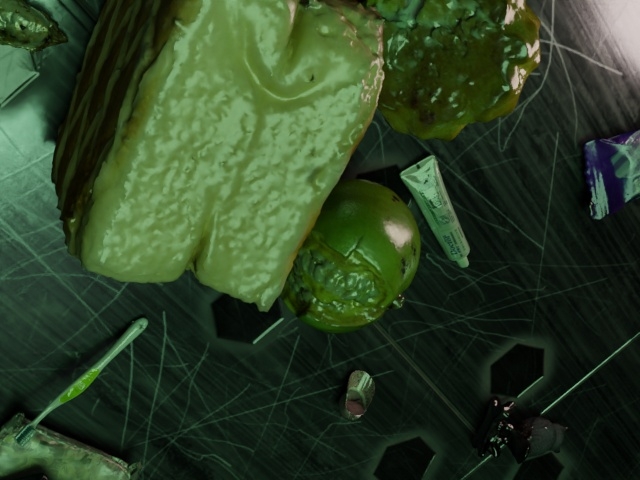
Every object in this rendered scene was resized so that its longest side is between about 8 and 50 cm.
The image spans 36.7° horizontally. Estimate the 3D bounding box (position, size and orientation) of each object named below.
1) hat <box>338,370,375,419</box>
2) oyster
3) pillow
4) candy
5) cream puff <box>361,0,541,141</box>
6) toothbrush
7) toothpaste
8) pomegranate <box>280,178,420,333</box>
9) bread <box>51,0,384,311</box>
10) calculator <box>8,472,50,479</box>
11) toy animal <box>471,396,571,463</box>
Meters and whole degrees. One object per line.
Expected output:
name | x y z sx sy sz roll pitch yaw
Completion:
hat | 0.058 0.270 1.680 0.058 0.042 0.087 15 76 -31
oyster | -0.387 -0.273 1.208 0.086 0.029 0.132 -37 127 8
pillow | -0.419 0.363 1.524 0.255 0.059 0.169 34 102 -31
candy | 0.568 -0.142 1.641 0.275 0.070 0.145 -20 114 -8
cream puff | 0.179 -0.281 1.357 0.282 0.185 0.282 5 106 19
toothbrush | -0.360 0.210 1.457 0.263 0.026 0.022 -46 128 -13
toothpaste | 0.196 -0.040 1.564 0.064 0.041 0.218 -29 120 2
pomegranate | 0.000 0.000 1.416 0.302 0.236 0.236 31 104 -6
bread | -0.137 -0.163 1.166 0.279 0.371 0.390 22 104 -26
calculator | -0.489 0.487 1.518 0.248 0.058 0.274 -12 127 2
toy animal | 0.404 0.372 1.824 0.210 0.117 0.121 11 106 -24
